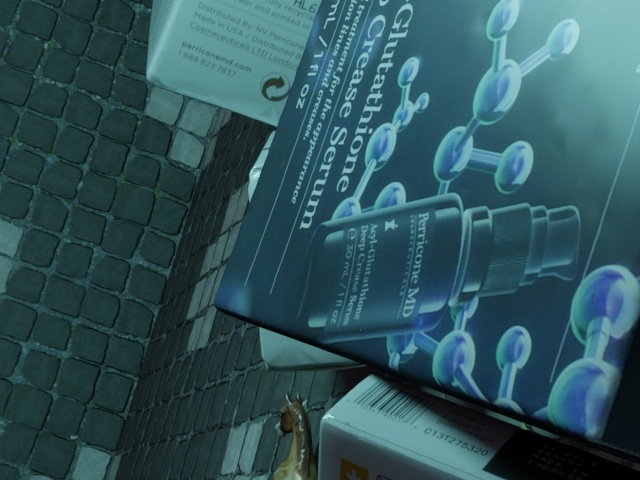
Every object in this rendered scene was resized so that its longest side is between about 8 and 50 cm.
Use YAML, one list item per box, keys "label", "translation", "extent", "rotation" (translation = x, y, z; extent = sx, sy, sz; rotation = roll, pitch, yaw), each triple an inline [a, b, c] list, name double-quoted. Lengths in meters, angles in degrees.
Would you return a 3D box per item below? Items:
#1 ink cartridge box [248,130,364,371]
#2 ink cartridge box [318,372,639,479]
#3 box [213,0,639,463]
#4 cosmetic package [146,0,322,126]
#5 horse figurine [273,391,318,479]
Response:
- label: "ink cartridge box"
  translation: [0.000, 0.000, 1.332]
  extent: [0.283, 0.117, 0.207]
  rotation: [-82, -12, -78]
- label: "ink cartridge box"
  translation: [0.081, 0.267, 0.728]
  extent: [0.069, 0.176, 0.370]
  rotation: [-32, -47, -50]
- label: "box"
  translation: [0.148, -0.036, 0.763]
  extent: [0.395, 0.212, 0.293]
  rotation: [11, 81, 59]
- label: "cosmetic package"
  translation: [-0.018, -0.352, 1.669]
  extent: [0.393, 0.330, 0.327]
  rotation: [-103, 35, -64]
- label: "horse figurine"
  translation: [-0.036, 0.318, 1.404]
  extent: [0.263, 0.066, 0.174]
  rotation: [-89, 18, -56]
